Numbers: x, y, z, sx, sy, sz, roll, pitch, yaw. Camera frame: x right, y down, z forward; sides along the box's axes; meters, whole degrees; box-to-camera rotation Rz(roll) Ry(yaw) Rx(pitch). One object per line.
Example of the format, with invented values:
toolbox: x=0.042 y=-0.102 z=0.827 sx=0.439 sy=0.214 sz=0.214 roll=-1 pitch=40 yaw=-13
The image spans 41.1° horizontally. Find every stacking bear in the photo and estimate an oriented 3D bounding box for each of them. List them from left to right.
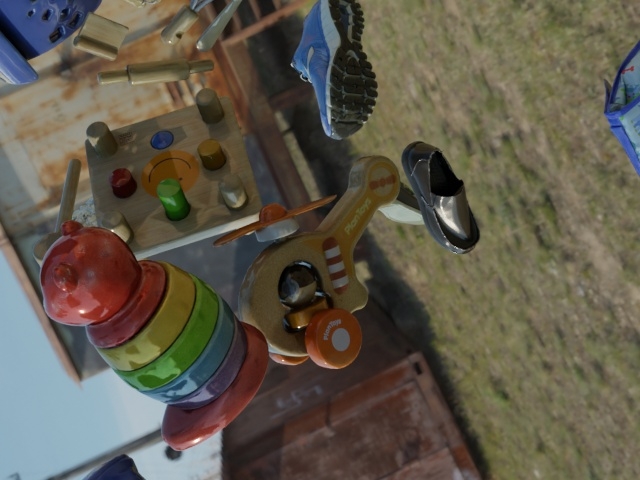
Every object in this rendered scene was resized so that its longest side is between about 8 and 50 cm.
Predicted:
stacking bear: x=-0.208 y=0.094 z=1.008 sx=0.289 sy=0.164 sz=0.175 roll=45 pitch=-152 yaw=-36

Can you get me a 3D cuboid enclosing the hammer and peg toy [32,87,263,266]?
hammer and peg toy: x=-0.288 y=-0.090 z=1.344 sx=0.127 sy=0.361 sz=0.266 roll=75 pitch=178 yaw=-57

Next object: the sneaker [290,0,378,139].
sneaker: x=0.023 y=-0.352 z=1.769 sx=0.147 sy=0.129 sz=0.330 roll=-28 pitch=57 yaw=46

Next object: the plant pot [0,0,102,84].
plant pot: x=-0.506 y=-0.386 z=1.281 sx=0.235 sy=0.212 sz=0.236 roll=27 pitch=169 yaw=11

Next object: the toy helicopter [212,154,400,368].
toy helicopter: x=0.000 y=0.000 z=1.239 sx=0.235 sy=0.355 sz=0.140 roll=47 pitch=152 yaw=-23

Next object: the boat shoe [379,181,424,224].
boat shoe: x=0.148 y=-0.083 z=1.650 sx=0.227 sy=0.081 sz=0.069 roll=22 pitch=-111 yaw=-51

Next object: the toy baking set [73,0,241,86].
toy baking set: x=-0.190 y=-0.288 z=1.113 sx=0.030 sy=0.256 sz=0.197 roll=58 pitch=145 yaw=36

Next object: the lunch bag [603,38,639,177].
lunch bag: x=0.372 y=-0.139 z=0.918 sx=0.129 sy=0.151 sz=0.096 roll=50 pitch=157 yaw=-27

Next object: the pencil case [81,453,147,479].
pencil case: x=-0.187 y=0.397 z=0.964 sx=0.306 sy=0.133 sz=0.119 roll=51 pitch=165 yaw=12

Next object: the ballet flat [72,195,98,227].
ballet flat: x=-0.453 y=-0.005 z=1.634 sx=0.409 sy=0.146 sz=0.147 roll=-114 pitch=0 yaw=-75

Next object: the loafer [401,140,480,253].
loafer: x=0.212 y=-0.068 z=1.454 sx=0.220 sy=0.080 sz=0.078 roll=57 pitch=162 yaw=-17
